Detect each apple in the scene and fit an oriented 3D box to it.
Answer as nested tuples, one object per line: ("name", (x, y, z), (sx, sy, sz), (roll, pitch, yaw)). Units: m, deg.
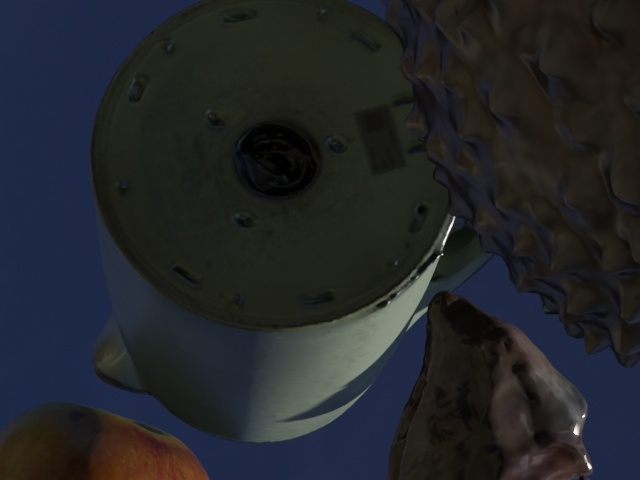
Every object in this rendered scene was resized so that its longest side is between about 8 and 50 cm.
("apple", (-0.159, 0.201, 1.350), (0.196, 0.196, 0.196), (9, -72, 28))

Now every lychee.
("lychee", (0.162, -0.092, 0.635), (0.300, 0.300, 0.300), (9, -72, 28))

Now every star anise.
("star anise", (0.082, 0.147, 0.836), (0.111, 0.198, 0.257), (-2, -44, -11))

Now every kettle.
("kettle", (0.000, 0.000, 0.991), (0.255, 0.240, 0.165), (99, -26, -68))

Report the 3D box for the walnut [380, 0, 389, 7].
("walnut", (0.091, -0.124, 1.126), (0.143, 0.170, 0.069), (40, -85, -29))
